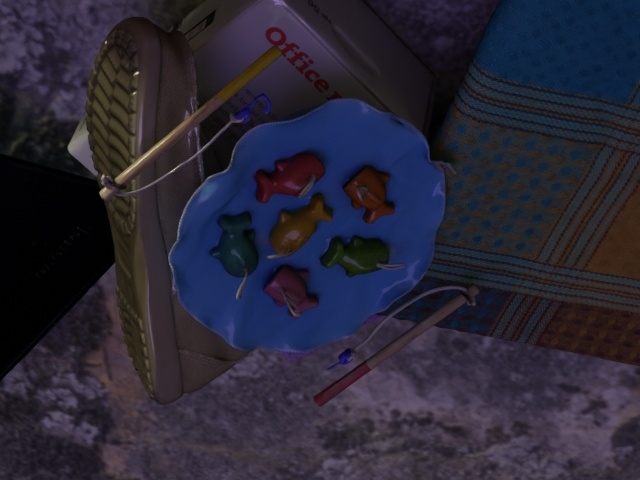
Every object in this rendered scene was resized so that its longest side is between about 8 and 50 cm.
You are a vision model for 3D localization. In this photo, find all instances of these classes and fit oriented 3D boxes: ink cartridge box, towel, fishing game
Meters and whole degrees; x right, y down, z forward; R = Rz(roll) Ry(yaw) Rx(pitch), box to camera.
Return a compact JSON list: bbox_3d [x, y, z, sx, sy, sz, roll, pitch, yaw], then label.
[{"bbox_3d":[-0.044,-0.085,1.128,0.203,0.086,0.148,-32,116,32],"label":"ink cartridge box"},{"bbox_3d":[0.206,-0.053,1.081,0.271,0.040,0.370,12,136,-12],"label":"towel"},{"bbox_3d":[0.000,0.000,1.042,0.189,0.041,0.264,-36,131,2],"label":"fishing game"}]

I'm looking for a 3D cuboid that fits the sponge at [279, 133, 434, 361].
[{"bbox_3d":[0.021,0.005,1.221,0.210,0.031,0.117,-29,117,31],"label":"sponge"}]

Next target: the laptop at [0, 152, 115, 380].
[{"bbox_3d":[-0.407,-0.051,1.287,0.408,0.236,0.382,53,126,8],"label":"laptop"}]

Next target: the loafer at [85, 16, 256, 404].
[{"bbox_3d":[-0.088,-0.022,1.075,0.092,0.102,0.269,-14,125,-20],"label":"loafer"}]
